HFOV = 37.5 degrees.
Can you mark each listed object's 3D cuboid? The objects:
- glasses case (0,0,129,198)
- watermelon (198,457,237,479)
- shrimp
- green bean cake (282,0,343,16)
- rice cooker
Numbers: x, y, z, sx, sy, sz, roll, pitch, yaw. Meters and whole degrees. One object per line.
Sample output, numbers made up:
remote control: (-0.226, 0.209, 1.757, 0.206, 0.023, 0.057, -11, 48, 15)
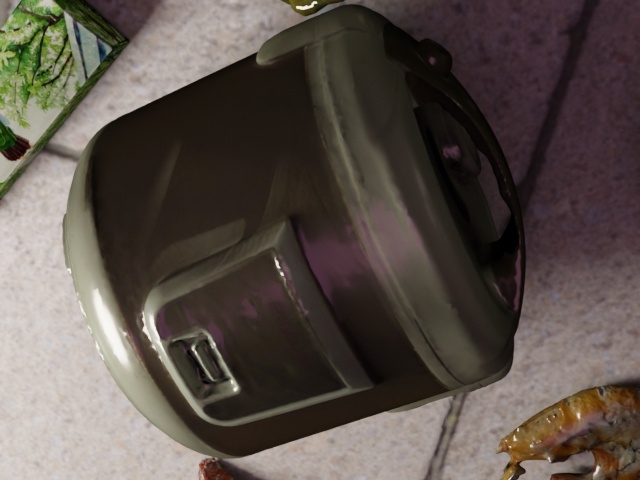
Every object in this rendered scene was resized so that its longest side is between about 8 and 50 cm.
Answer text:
glasses case: (-0.309, -0.123, 0.915, 0.095, 0.062, 0.272, 42, 111, -7)
watermelon: (-0.098, 0.335, 1.032, 0.158, 0.121, 0.098, 34, 133, 0)
shrimp: (0.268, 0.216, 0.956, 0.188, 0.051, 0.132, -18, 106, 12)
green bean cake: (0.041, -0.349, 0.677, 0.310, 0.202, 0.285, -3, 120, 53)
rice cooker: (0.000, 0.000, 0.775, 0.326, 0.335, 0.335, -21, 106, 15)
